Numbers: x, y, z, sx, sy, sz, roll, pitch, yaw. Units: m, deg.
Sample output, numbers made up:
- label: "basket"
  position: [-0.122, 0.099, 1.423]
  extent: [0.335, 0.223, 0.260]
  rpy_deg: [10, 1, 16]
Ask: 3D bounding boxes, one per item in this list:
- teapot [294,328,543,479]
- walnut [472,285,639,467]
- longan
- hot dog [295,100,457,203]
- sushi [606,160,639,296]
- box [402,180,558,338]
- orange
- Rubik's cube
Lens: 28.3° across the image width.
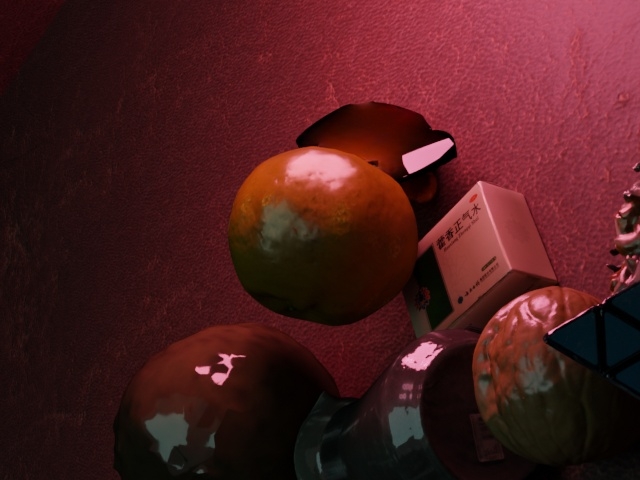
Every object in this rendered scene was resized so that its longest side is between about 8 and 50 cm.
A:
- label: "teapot"
  position: [0.142, 0.296, 1.751]
  extent: [0.300, 0.253, 0.344]
  rpy_deg: [61, 146, 3]
- label: "walnut"
  position: [0.297, 0.165, 1.555]
  extent: [0.228, 0.228, 0.227]
  rpy_deg: [-24, 60, 51]
- label: "longan"
  position: [-0.145, 0.321, 2.010]
  extent: [0.391, 0.391, 0.391]
  rpy_deg: [-24, 60, 51]
- label: "hot dog"
  position: [0.096, -0.113, 2.007]
  extent: [0.194, 0.107, 0.326]
  rpy_deg: [-34, 30, -4]
- label: "sushi"
  position: [0.471, 0.030, 1.368]
  extent: [0.417, 0.176, 0.417]
  rpy_deg: [-18, 68, 53]
- label: "box"
  position: [0.218, 0.046, 1.820]
  extent: [0.212, 0.095, 0.168]
  rpy_deg: [-48, 41, 37]
- label: "orange"
  position: [0.000, 0.000, 1.825]
  extent: [0.279, 0.279, 0.235]
  rpy_deg: [-18, 44, 53]
- label: "Rubik's cube"
  position: [0.292, 0.119, 1.321]
  extent: [0.190, 0.178, 0.211]
  rpy_deg: [143, 131, -60]
